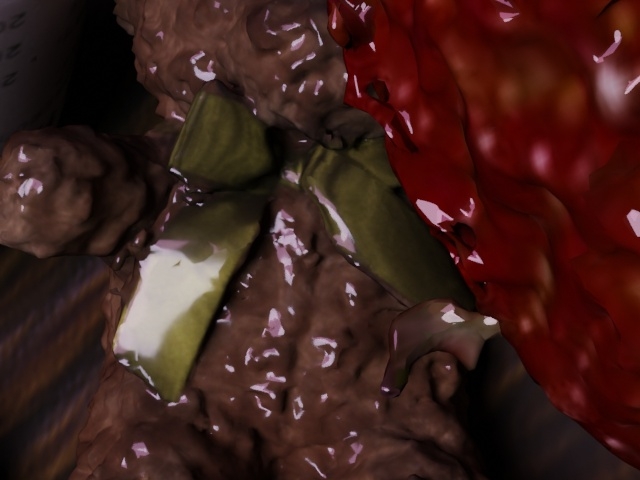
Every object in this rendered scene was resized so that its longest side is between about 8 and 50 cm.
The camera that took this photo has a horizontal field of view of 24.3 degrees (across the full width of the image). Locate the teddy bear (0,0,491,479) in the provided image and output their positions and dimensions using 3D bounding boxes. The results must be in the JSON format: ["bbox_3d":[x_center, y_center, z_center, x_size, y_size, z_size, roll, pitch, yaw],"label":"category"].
[{"bbox_3d":[0.001,0.003,0.530,0.296,0.246,0.222,-95,10,-60],"label":"teddy bear"}]

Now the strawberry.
[{"bbox_3d":[0.107,-0.082,0.411,0.292,0.292,0.343,10,96,39],"label":"strawberry"}]

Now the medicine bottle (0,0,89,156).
[{"bbox_3d":[-0.192,-0.101,0.662,0.293,0.170,0.170,121,138,-56],"label":"medicine bottle"}]
